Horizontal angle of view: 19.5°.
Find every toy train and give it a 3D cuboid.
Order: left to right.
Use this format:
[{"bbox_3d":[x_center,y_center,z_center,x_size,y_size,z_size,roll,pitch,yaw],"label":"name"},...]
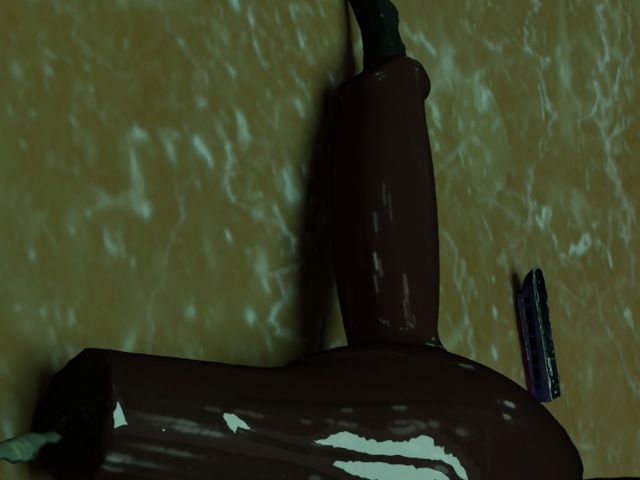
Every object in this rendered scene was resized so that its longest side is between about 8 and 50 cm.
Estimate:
[{"bbox_3d":[0.134,0.058,1.156,0.017,0.017,0.083,-14,96,-58],"label":"toy train"}]

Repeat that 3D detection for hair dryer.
[{"bbox_3d":[0.000,0.000,0.926,0.312,0.123,0.340,21,56,-41],"label":"hair dryer"}]

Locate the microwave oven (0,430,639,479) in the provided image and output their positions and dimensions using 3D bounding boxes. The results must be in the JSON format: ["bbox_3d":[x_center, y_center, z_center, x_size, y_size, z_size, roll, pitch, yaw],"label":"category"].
[{"bbox_3d":[-0.029,0.244,0.513,0.236,0.432,0.374,-4,88,-56],"label":"microwave oven"}]
